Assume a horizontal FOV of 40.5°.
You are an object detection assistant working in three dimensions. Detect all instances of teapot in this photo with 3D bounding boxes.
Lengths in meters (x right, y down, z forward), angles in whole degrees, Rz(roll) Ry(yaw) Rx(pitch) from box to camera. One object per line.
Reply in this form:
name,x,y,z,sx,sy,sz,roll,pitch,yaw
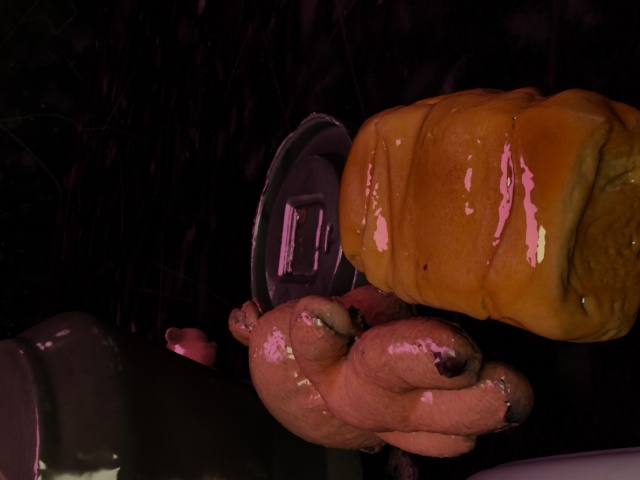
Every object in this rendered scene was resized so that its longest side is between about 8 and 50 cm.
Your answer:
teapot,-0.132,0.243,0.831,0.376,0.362,0.305,27,103,52

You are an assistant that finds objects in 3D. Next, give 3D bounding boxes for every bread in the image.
bread,0.119,-0.030,0.658,0.294,0.132,0.166,16,103,63

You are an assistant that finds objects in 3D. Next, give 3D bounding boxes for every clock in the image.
clock,0.000,0.000,0.962,0.281,0.056,0.280,-25,61,58

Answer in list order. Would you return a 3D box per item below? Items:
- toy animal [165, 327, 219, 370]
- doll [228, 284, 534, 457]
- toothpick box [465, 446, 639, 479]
toy animal,-0.183,0.186,1.242,0.083,0.089,0.150,-54,48,38
doll,0.062,0.094,0.738,0.303,0.201,0.156,-19,30,55
toothpick box,0.174,0.263,0.337,0.263,0.263,0.354,-33,57,56
